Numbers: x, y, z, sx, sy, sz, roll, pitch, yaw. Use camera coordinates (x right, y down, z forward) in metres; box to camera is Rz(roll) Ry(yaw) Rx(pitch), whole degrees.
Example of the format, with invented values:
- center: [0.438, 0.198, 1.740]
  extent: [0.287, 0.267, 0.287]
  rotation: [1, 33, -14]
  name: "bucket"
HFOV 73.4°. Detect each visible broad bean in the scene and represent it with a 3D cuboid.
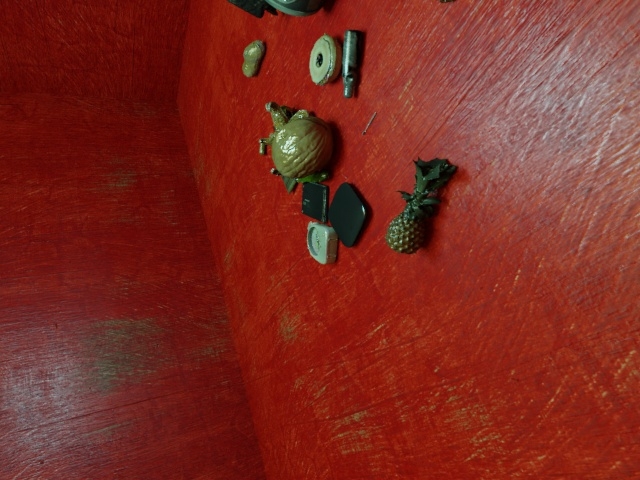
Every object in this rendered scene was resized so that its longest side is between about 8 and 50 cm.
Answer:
- center: [-0.030, -0.259, 1.746]
  extent: [0.256, 0.053, 0.052]
  rotation: [7, 102, 59]
  name: "broad bean"

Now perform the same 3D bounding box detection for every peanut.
- center: [-0.337, -0.911, 2.153]
  extent: [0.214, 0.100, 0.099]
  rotation: [122, 134, -57]
  name: "peanut"

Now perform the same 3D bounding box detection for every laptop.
- center: [-0.027, -0.166, 1.789]
  extent: [0.207, 0.026, 0.153]
  rotation: [28, 120, 57]
  name: "laptop"

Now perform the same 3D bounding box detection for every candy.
- center: [-0.128, -0.441, 1.892]
  extent: [0.083, 0.091, 0.305]
  rotation: [-160, 54, -81]
  name: "candy"

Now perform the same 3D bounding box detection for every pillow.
- center: [-0.154, -0.323, 1.980]
  extent: [0.113, 0.038, 0.203]
  rotation: [-54, 50, 47]
  name: "pillow"

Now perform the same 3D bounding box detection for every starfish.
- center: [-0.149, -0.419, 1.799]
  extent: [0.312, 0.113, 0.303]
  rotation: [14, 103, 30]
  name: "starfish"

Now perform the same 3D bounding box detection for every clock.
- center: [0.000, 0.000, 1.737]
  extent: [0.191, 0.062, 0.151]
  rotation: [34, 125, 56]
  name: "clock"

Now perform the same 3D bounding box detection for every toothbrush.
- center: [0.160, -0.384, 1.418]
  extent: [0.006, 0.008, 0.097]
  rotation: [56, 143, 18]
  name: "toothbrush"

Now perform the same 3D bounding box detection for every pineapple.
- center: [0.266, -0.094, 1.176]
  extent: [0.130, 0.119, 0.277]
  rotation: [-106, 25, -58]
  name: "pineapple"

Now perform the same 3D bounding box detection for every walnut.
- center: [-0.071, -0.347, 1.621]
  extent: [0.261, 0.225, 0.224]
  rotation: [-34, 62, 27]
  name: "walnut"

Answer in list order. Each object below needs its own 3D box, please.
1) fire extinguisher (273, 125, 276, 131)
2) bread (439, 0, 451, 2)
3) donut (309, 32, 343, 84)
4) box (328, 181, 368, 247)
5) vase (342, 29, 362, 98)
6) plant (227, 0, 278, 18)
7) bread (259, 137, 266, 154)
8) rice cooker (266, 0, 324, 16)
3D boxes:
- center: [-0.180, -0.549, 1.981]
  extent: [0.056, 0.039, 0.132]
  rotation: [48, 148, -3]
  name: "fire extinguisher"
- center: [0.307, -0.630, 1.063]
  extent: [0.036, 0.047, 0.083]
  rotation: [70, -171, -78]
  name: "bread"
- center: [0.023, -0.651, 1.555]
  extent: [0.175, 0.068, 0.174]
  rotation: [11, 103, 60]
  name: "donut"
- center: [0.098, -0.091, 1.559]
  extent: [0.201, 0.042, 0.212]
  rotation: [60, 145, 36]
  name: "box"
- center: [0.102, -0.584, 1.432]
  extent: [0.060, 0.060, 0.211]
  rotation: [34, 126, 55]
  name: "vase"
- center: [-0.247, -1.034, 1.768]
  extent: [0.199, 0.276, 0.188]
  rotation: [-24, 79, 51]
  name: "plant"
- center: [-0.297, -0.483, 2.215]
  extent: [0.049, 0.034, 0.087]
  rotation: [-134, 48, -69]
  name: "bread"
- center: [-0.071, -0.949, 1.460]
  extent: [0.277, 0.288, 0.288]
  rotation: [-49, 54, 53]
  name: "rice cooker"
